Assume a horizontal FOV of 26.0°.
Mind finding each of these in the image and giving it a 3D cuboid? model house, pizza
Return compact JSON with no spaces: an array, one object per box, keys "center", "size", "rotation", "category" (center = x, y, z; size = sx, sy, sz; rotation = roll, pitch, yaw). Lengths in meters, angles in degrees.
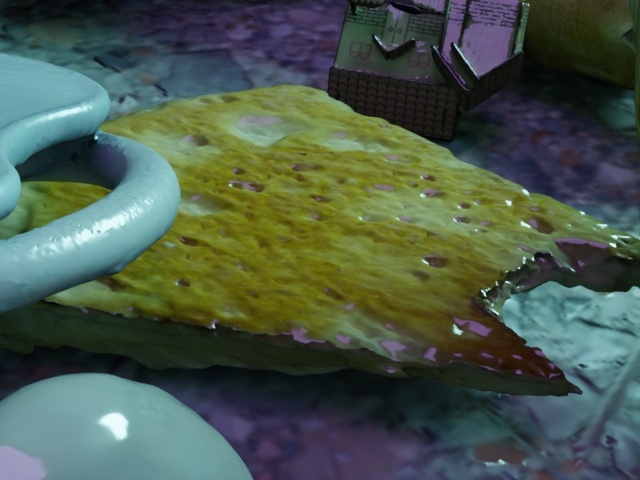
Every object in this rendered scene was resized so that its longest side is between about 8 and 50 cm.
[{"center":[0.047,-0.076,0.609],"size":[0.083,0.057,0.058],"rotation":[12,76,10],"category":"model house"},{"center":[0.000,0.000,0.519],"size":[0.262,0.034,0.181],"rotation":[11,37,17],"category":"pizza"}]

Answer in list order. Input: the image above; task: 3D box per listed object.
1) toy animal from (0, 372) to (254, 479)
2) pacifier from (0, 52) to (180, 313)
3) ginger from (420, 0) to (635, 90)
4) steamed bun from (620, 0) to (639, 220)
[{"center":[-0.153,0.108,0.270],"size":[0.325,0.154,0.208],"rotation":[-2,43,-13],"category":"toy animal"},{"center":[-0.161,-0.076,0.407],"size":[0.238,0.225,0.287],"rotation":[4,18,6],"category":"pacifier"},{"center":[0.167,-0.088,0.616],"size":[0.299,0.065,0.118],"rotation":[19,4,28],"category":"ginger"},{"center":[0.229,-0.047,0.419],"size":[0.273,0.166,0.232],"rotation":[9,78,5],"category":"steamed bun"}]
